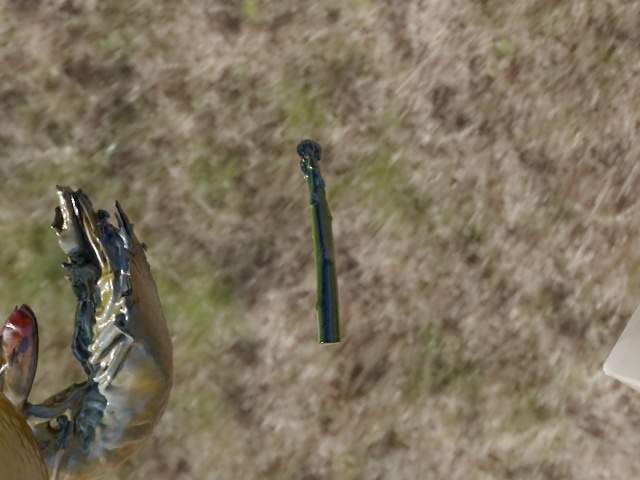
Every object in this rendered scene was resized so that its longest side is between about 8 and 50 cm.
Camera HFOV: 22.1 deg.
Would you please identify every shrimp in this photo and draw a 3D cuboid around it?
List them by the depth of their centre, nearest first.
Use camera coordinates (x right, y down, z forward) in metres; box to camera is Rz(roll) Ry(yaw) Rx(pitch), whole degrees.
[{"bbox_3d":[-0.153,0.067,1.000,0.053,0.133,0.236,53,152,41],"label":"shrimp"}]

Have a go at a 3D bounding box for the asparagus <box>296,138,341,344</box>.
[{"bbox_3d":[0.000,0.000,0.990,0.018,0.015,0.127,-5,82,-5],"label":"asparagus"}]

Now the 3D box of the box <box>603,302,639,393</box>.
[{"bbox_3d":[0.304,0.101,0.992,0.212,0.168,0.095,31,88,-12],"label":"box"}]

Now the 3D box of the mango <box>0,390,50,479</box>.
[{"bbox_3d":[-0.229,0.167,0.659,0.220,0.445,0.301,6,108,6],"label":"mango"}]
